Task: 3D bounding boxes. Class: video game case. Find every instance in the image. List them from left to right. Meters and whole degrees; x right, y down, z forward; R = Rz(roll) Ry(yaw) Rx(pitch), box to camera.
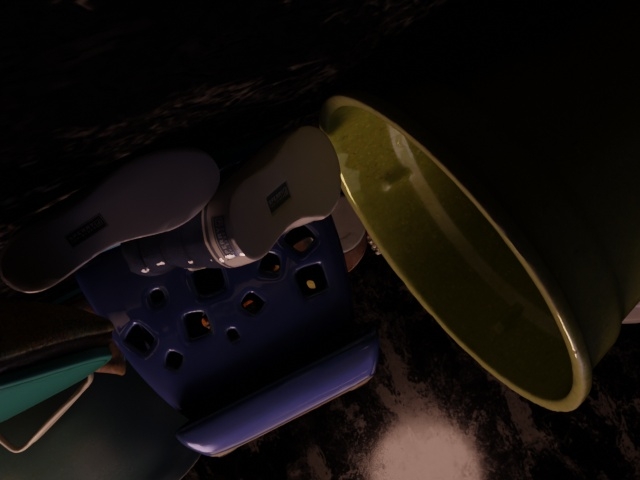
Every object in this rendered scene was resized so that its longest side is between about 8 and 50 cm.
[{"bbox_3d":[-0.114,-0.029,0.887,0.119,0.015,0.166,-25,177,-42],"label":"video game case"}]

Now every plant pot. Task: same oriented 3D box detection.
[{"bbox_3d":[-0.301,0.208,1.364,0.293,0.196,0.293,-26,-167,6],"label":"plant pot"},{"bbox_3d":[-0.069,0.071,1.155,0.236,0.212,0.236,-28,177,0],"label":"plant pot"},{"bbox_3d":[0.182,-0.062,0.861,0.254,0.276,0.276,-37,179,-12],"label":"plant pot"}]

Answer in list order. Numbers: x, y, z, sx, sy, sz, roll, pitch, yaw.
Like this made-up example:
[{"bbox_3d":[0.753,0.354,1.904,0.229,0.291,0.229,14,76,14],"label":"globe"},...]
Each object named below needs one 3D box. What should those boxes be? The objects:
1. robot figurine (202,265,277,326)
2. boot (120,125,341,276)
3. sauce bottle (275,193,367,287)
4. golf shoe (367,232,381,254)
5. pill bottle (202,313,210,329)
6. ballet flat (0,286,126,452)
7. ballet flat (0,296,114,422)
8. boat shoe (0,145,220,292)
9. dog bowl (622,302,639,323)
[{"bbox_3d":[-0.133,0.075,1.929,0.291,0.085,0.211,-25,176,-36],"label":"robot figurine"},{"bbox_3d":[-0.056,-0.028,0.810,0.086,0.069,0.190,-10,-169,26],"label":"boot"},{"bbox_3d":[0.000,0.000,1.509,0.111,0.111,0.344,-26,179,-7],"label":"sauce bottle"},{"bbox_3d":[0.122,-0.055,1.686,0.140,0.115,0.306,-30,179,-8],"label":"golf shoe"},{"bbox_3d":[-0.267,0.160,2.049,0.180,0.108,0.108,-25,177,-21],"label":"pill bottle"},{"bbox_3d":[-0.348,0.167,1.210,0.342,0.124,0.116,-26,179,-5],"label":"ballet flat"},{"bbox_3d":[-0.267,0.086,0.598,0.348,0.123,0.123,-29,179,-32],"label":"ballet flat"},{"bbox_3d":[-0.128,-0.018,0.716,0.142,0.049,0.040,-28,-158,-7],"label":"boat shoe"},{"bbox_3d":[0.372,-0.073,1.480,0.349,0.349,0.102,-27,165,13],"label":"dog bowl"}]
